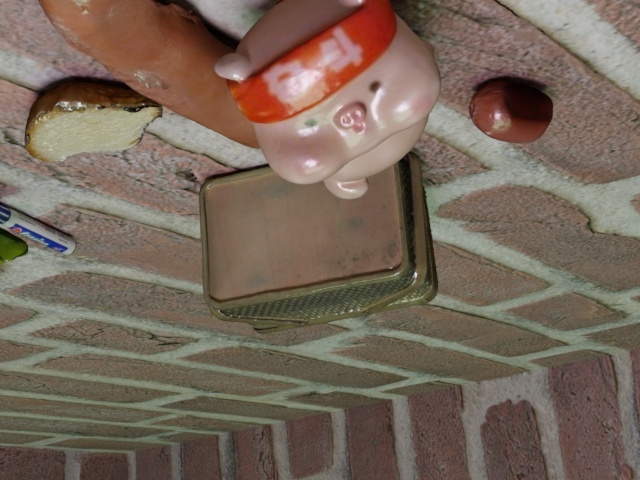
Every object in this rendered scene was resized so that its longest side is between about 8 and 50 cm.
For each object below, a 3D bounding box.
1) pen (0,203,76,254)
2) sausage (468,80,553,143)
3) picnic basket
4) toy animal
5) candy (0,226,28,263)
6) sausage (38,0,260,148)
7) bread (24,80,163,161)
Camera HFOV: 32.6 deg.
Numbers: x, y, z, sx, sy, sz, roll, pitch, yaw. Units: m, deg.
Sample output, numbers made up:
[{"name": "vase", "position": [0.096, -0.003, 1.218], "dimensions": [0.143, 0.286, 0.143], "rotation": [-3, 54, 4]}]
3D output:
[{"name": "pen", "position": [-0.361, -0.018, 1.329], "dimensions": [0.025, 0.025, 0.204], "rotation": [-11, 161, 18]}, {"name": "sausage", "position": [0.188, -0.126, 1.089], "dimensions": [0.094, 0.059, 0.054], "rotation": [5, 166, -35]}, {"name": "picnic basket", "position": [0.000, 0.000, 1.258], "dimensions": [0.266, 0.165, 0.139], "rotation": [-12, 160, 17]}, {"name": "toy animal", "position": [0.016, -0.128, 0.894], "dimensions": [0.171, 0.171, 0.197], "rotation": [-11, 165, 18]}, {"name": "candy", "position": [-0.442, 0.003, 1.156], "dimensions": [0.149, 0.069, 0.246], "rotation": [23, -172, 21]}, {"name": "sausage", "position": [-0.126, -0.155, 0.888], "dimensions": [0.087, 0.079, 0.326], "rotation": [-2, 164, 28]}, {"name": "bread", "position": [-0.220, -0.117, 1.041], "dimensions": [0.126, 0.044, 0.129], "rotation": [-5, 161, -25]}]
